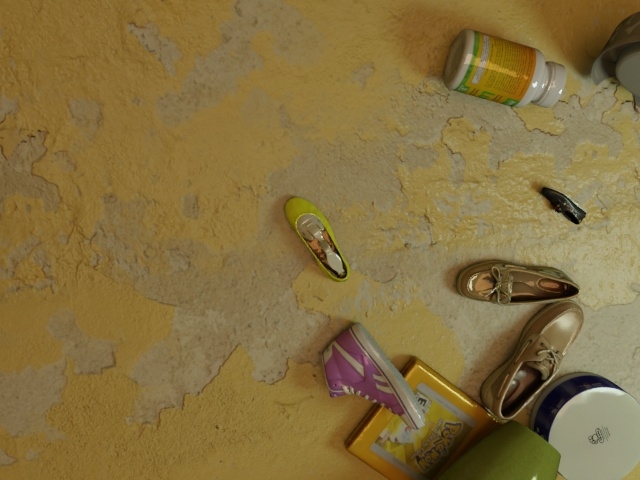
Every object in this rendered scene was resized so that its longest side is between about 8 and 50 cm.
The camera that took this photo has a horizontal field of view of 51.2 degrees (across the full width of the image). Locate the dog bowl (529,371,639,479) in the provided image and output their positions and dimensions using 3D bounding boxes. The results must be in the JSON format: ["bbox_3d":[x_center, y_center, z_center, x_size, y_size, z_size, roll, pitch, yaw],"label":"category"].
[{"bbox_3d":[0.668,0.471,1.667,0.265,0.104,0.264,-1,97,-7],"label":"dog bowl"}]

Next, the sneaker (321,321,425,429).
[{"bbox_3d":[0.113,0.349,1.562,0.161,0.102,0.282,-40,70,5],"label":"sneaker"}]

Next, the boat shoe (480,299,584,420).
[{"bbox_3d":[0.533,0.295,1.623,0.122,0.110,0.341,36,92,-10],"label":"boat shoe"}]

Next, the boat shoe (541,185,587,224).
[{"bbox_3d":[0.583,-0.086,1.608,0.133,0.049,0.042,33,85,-14],"label":"boat shoe"}]

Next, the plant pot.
[{"bbox_3d":[0.417,0.577,1.550,0.275,0.275,0.293,41,79,-10],"label":"plant pot"}]

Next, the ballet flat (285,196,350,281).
[{"bbox_3d":[0.000,0.000,1.536,0.077,0.077,0.231,-33,100,-1],"label":"ballet flat"}]

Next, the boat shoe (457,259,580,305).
[{"bbox_3d":[0.473,0.104,1.600,0.285,0.089,0.104,-2,98,-6],"label":"boat shoe"}]

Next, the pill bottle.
[{"bbox_3d":[0.416,-0.378,1.504,0.246,0.136,0.136,13,96,-8],"label":"pill bottle"}]

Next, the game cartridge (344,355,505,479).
[{"bbox_3d":[0.269,0.488,1.650,0.324,0.052,0.285,37,92,-9],"label":"game cartridge"}]

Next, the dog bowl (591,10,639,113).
[{"bbox_3d":[0.783,-0.381,1.455,0.349,0.349,0.102,23,82,-9],"label":"dog bowl"}]
